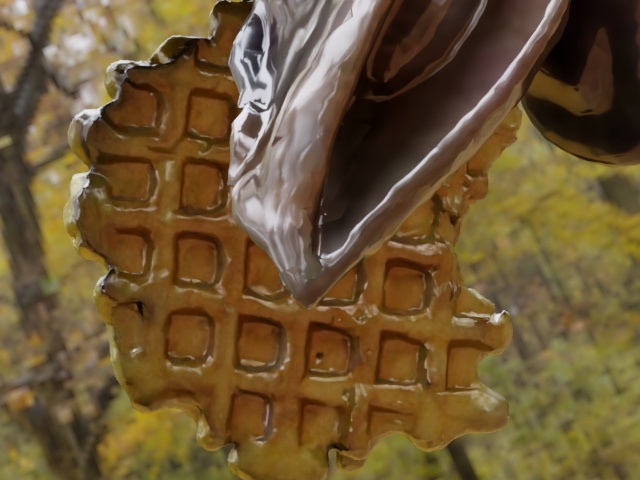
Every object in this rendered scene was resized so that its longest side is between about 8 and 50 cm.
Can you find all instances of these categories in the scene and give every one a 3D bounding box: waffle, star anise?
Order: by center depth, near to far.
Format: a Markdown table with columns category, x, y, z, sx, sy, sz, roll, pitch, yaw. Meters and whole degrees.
| category | x | y | z | sx | sy | sz | roll | pitch | yaw |
| --- | --- | --- | --- | --- | --- | --- | --- | --- | --- |
| star anise | 0.021 | -0.120 | 0.456 | 0.110 | 0.257 | 0.198 | -22 | -8 | 41 |
| waffle | -0.003 | -0.009 | 1.127 | 0.281 | 0.301 | 0.058 | -18 | 1 | -12 |
